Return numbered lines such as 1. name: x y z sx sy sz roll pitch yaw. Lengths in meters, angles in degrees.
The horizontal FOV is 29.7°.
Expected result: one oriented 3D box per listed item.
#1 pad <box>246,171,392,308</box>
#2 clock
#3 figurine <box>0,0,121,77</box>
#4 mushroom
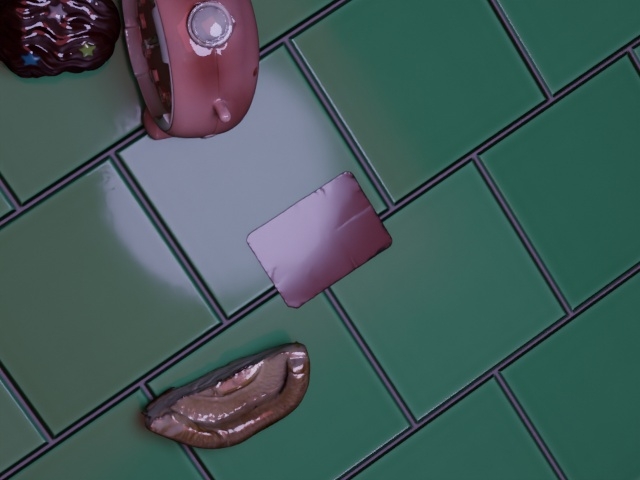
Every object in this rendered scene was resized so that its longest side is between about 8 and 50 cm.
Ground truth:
1. pad: 0.000 0.000 1.486 0.157 0.003 0.112 -33 100 -8
2. clock: -0.131 -0.227 1.320 0.142 0.241 0.227 -14 97 -14
3. figurine: -0.340 -0.260 1.332 0.240 0.116 0.174 17 90 -13
4. mushroom: -0.103 0.193 1.443 0.210 0.072 0.094 -27 98 -6
